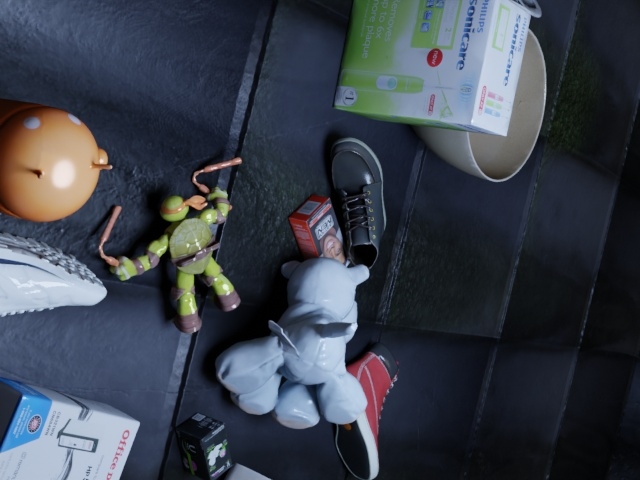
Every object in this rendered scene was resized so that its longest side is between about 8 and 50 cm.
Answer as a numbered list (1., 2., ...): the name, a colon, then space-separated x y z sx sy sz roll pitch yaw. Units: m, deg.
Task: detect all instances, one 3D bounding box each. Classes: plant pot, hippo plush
1. plant pot: 0.269 -0.264 1.669 0.284 0.191 0.284 -19 115 -46
2. hippo plush: -0.040 0.138 1.450 0.294 0.234 0.236 81 11 -46

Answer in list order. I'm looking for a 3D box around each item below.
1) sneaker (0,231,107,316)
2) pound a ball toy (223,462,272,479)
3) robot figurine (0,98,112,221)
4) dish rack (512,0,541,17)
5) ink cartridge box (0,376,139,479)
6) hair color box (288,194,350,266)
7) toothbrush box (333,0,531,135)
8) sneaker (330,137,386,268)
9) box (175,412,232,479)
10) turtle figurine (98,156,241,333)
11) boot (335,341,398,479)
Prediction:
1. sneaker: -0.369 0.050 1.091 0.235 0.090 0.095 23 96 -47
2. pound a ball toy: -0.112 0.495 1.417 0.319 0.208 0.136 -58 138 -20
3. robot figurine: -0.327 -0.090 0.978 0.128 0.219 0.158 -60 138 -19
4. dish rack: 0.231 -0.502 1.557 0.333 0.072 0.285 2 56 -51
5. ink cartridge box: -0.352 0.274 1.160 0.203 0.086 0.148 29 78 -49
6. hair color box: 0.000 0.000 1.539 0.072 0.043 0.141 -46 133 -33
7. toothbrush box: 0.179 -0.296 1.479 0.122 0.283 0.206 6 97 -51
8. sneaker: 0.069 -0.062 1.537 0.118 0.083 0.222 -81 157 -50
9. box: -0.181 0.323 1.398 0.052 0.062 0.083 -31 123 -43
10. turtle figurine: -0.179 0.011 1.291 0.269 0.087 0.217 -40 129 -36
11. boot: 0.105 0.328 1.731 0.176 0.088 0.244 -33 121 -42
